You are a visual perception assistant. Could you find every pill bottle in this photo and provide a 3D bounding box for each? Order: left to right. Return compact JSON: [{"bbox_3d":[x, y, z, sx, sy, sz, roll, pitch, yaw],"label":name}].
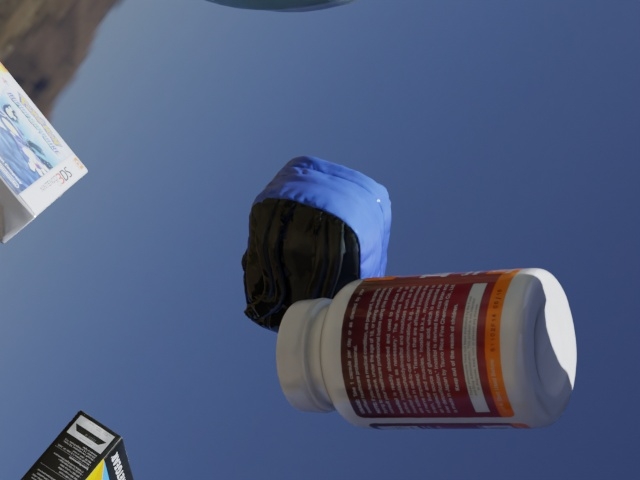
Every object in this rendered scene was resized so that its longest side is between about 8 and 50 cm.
[{"bbox_3d":[0.056,0.061,0.848,0.152,0.086,0.086,-4,-139,29],"label":"pill bottle"}]

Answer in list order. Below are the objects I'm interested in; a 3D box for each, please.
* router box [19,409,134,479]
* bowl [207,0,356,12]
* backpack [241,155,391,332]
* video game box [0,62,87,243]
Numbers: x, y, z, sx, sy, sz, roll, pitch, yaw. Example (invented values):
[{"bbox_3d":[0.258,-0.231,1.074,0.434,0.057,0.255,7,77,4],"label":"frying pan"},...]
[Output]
[{"bbox_3d":[-0.199,0.228,1.195,0.133,0.046,0.179,-50,159,-25],"label":"router box"},{"bbox_3d":[-0.014,-0.250,0.901,0.311,0.163,0.311,-10,-134,10],"label":"bowl"},{"bbox_3d":[0.000,0.000,1.058,0.101,0.098,0.120,-59,156,-44],"label":"backpack"},{"bbox_3d":[-0.303,-0.108,1.361,0.048,0.205,0.187,-37,-171,11],"label":"video game box"}]
